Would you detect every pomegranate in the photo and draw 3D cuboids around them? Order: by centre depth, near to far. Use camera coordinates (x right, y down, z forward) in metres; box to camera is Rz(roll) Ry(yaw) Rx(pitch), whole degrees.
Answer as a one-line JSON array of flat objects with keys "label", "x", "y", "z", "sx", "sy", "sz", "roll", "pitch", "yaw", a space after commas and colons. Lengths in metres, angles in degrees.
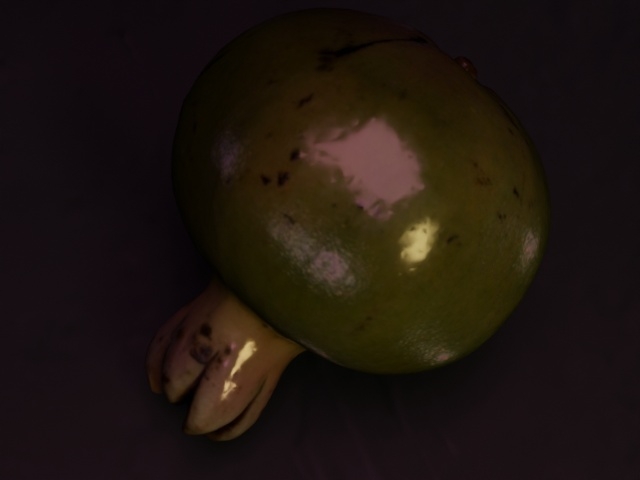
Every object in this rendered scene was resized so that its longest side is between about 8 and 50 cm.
[{"label": "pomegranate", "x": 0.014, "y": 0.000, "z": 0.905, "sx": 0.179, "sy": 0.179, "sz": 0.210, "roll": 12, "pitch": 90, "yaw": 2}]
